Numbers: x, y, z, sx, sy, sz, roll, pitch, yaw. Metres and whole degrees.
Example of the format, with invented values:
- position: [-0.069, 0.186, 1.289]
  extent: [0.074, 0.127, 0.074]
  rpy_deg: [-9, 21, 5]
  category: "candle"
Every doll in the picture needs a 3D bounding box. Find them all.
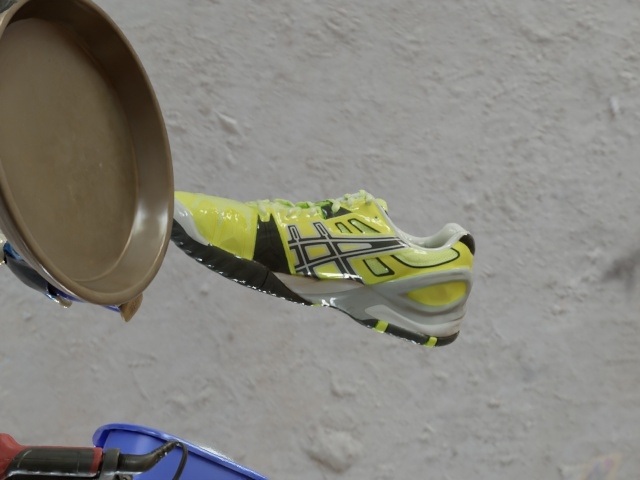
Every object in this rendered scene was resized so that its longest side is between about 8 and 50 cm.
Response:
- position: [-0.287, 0.037, 1.180]
  extent: [0.129, 0.189, 0.046]
  rpy_deg: [80, 32, -59]
  category: "doll"

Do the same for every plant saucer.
- position: [-0.210, -0.079, 0.936]
  extent: [0.041, 0.278, 0.278]
  rpy_deg: [-11, 127, 21]
  category: "plant saucer"

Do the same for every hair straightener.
- position: [-0.204, 0.173, 0.830]
  extent: [0.230, 0.047, 0.089]
  rpy_deg: [-7, 147, 15]
  category: "hair straightener"

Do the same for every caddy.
- position: [-0.195, 0.387, 1.622]
  extent: [0.341, 0.241, 0.179]
  rpy_deg: [25, 59, -3]
  category: "caddy"

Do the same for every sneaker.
- position: [0.000, 0.000, 1.284]
  extent: [0.385, 0.145, 0.147]
  rpy_deg: [18, 99, -12]
  category: "sneaker"

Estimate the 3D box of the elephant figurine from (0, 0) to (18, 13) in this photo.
- position: [-0.317, -0.091, 0.652]
  extent: [0.186, 0.239, 0.169]
  rpy_deg: [28, 133, -20]
  category: "elephant figurine"
